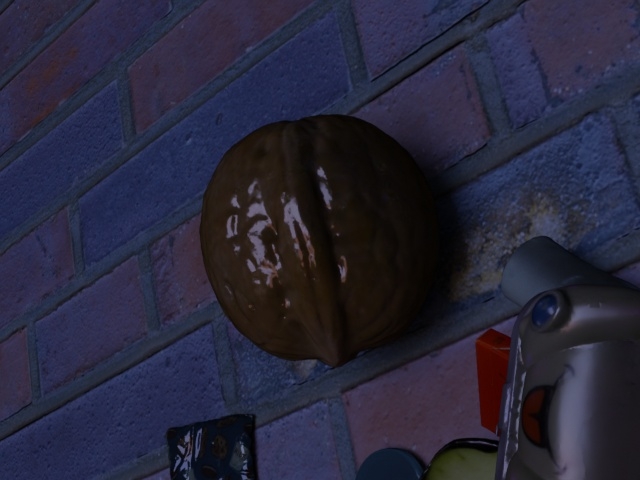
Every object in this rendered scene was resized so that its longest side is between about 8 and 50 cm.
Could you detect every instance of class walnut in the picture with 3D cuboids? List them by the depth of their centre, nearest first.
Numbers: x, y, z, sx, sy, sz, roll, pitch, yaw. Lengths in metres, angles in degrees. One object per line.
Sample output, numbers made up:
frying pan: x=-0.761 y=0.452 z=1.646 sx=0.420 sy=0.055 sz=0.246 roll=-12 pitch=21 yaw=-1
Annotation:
walnut: x=0.000 y=0.000 z=1.337 sx=0.333 sy=0.333 sz=0.332 roll=-13 pitch=72 yaw=42

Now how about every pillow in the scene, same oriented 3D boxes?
pillow: x=-0.165 y=0.396 z=1.575 sx=0.189 sy=0.034 sz=0.255 roll=-17 pitch=67 yaw=39

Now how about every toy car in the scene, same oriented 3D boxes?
toy car: x=0.339 y=0.173 z=0.908 sx=0.226 sy=0.336 sz=0.242 roll=129 pitch=149 yaw=-84

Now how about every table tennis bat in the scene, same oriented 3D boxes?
table tennis bat: x=0.115 y=0.320 z=1.320 sx=0.201 sy=0.033 sz=0.124 roll=-20 pitch=69 yaw=42

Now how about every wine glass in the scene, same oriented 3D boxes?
wine glass: x=0.306 y=0.084 z=1.142 sx=0.231 sy=0.103 sz=0.103 roll=40 pitch=108 yaw=43

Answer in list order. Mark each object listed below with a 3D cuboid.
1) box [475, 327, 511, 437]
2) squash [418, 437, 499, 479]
box: x=0.271 y=0.202 z=1.144 sx=0.245 sy=0.035 sz=0.139 roll=28 pitch=137 yaw=45
squash: x=0.200 y=0.336 z=1.151 sx=0.237 sy=0.155 sz=0.204 roll=-45 pitch=51 yaw=25
